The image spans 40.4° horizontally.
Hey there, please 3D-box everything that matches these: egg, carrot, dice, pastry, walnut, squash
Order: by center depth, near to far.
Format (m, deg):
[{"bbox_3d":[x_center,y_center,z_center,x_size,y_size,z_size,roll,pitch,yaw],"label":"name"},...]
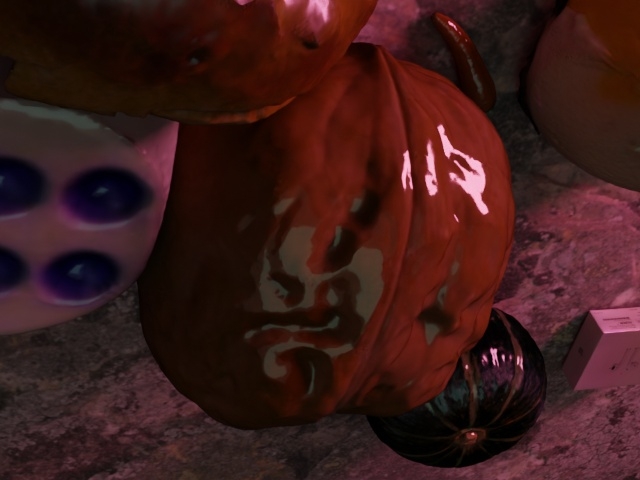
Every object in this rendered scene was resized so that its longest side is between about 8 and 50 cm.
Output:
[{"bbox_3d":[-0.122,-0.233,0.591,0.355,0.356,0.164,9,151,-24],"label":"pastry"},{"bbox_3d":[-0.270,-0.087,0.723,0.259,0.251,0.243,6,130,-22],"label":"dice"},{"bbox_3d":[0.000,0.000,0.840,0.353,0.308,0.398,1,123,-33],"label":"walnut"},{"bbox_3d":[0.391,-0.160,0.893,0.336,0.201,0.337,-8,135,-8],"label":"egg"},{"bbox_3d":[0.154,-0.185,0.913,0.035,0.035,0.142,-28,126,10],"label":"carrot"},{"bbox_3d":[0.182,0.198,1.177,0.252,0.165,0.252,-8,136,-8],"label":"squash"}]

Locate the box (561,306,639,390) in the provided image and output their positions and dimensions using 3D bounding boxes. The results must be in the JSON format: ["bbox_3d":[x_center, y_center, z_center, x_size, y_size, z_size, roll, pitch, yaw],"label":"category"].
[{"bbox_3d":[0.446,0.160,1.298,0.130,0.051,0.129,-2,131,-14],"label":"box"}]
